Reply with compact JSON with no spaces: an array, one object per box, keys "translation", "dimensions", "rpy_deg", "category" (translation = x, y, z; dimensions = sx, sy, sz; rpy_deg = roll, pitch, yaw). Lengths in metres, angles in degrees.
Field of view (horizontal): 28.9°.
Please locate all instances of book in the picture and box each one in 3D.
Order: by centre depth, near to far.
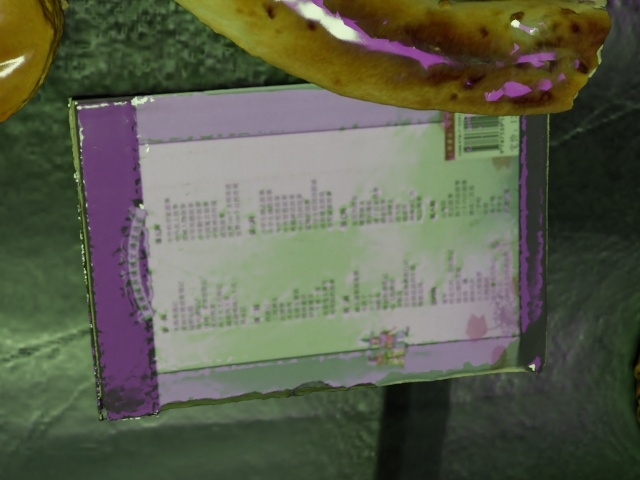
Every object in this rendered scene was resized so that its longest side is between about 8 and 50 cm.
[{"translation":[0.000,0.000,0.609],"dimensions":[0.231,0.026,0.157],"rpy_deg":[-5,104,-11],"category":"book"}]

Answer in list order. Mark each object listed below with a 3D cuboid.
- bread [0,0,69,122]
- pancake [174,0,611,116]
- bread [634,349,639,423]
[{"translation":[-0.177,-0.160,0.491],"dimensions":[0.102,0.094,0.245],"rpy_deg":[-15,108,-1],"category":"bread"},{"translation":[0.047,-0.177,0.549],"dimensions":[0.266,0.057,0.244],"rpy_deg":[33,95,-17],"category":"pancake"},{"translation":[0.265,0.077,0.644],"dimensions":[0.199,0.104,0.199],"rpy_deg":[-3,111,-9],"category":"bread"}]
